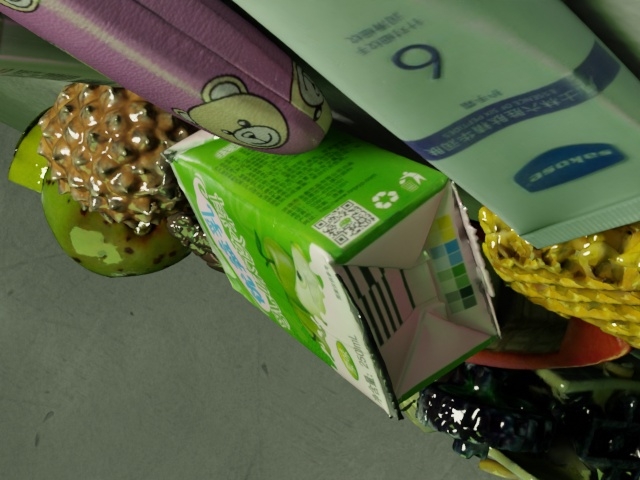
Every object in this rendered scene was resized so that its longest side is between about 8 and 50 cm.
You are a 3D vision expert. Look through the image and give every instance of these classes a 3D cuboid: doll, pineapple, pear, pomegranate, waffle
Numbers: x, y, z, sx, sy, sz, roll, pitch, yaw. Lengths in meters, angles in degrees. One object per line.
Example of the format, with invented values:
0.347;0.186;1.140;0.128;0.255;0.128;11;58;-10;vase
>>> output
-0.081;0.002;0.918;0.165;0.057;0.139;16;169;-32;doll
-0.175;-0.090;0.897;0.193;0.166;0.166;23;173;37;pineapple
-0.378;-0.116;1.659;0.292;0.159;0.292;26;178;1;pear
-0.262;-0.090;1.289;0.231;0.231;0.285;33;-147;-41;pomegranate
0.192;0.018;0.574;0.197;0.070;0.193;20;171;39;waffle

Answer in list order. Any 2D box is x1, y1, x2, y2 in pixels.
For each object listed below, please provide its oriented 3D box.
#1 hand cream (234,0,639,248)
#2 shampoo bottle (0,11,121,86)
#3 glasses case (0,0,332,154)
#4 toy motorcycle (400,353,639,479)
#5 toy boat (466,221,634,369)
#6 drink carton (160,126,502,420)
0.053;-0.079;0.377;0.109;0.067;0.321;-22;143;37;hand cream
-0.211;-0.146;0.678;0.086;0.055;0.227;13;-170;23;shampoo bottle
-0.130;-0.145;0.577;0.316;0.075;0.123;31;176;-25;glasses case
0.241;0.177;0.976;0.410;0.168;0.237;14;-172;-32;toy motorcycle
0.140;0.044;0.876;0.079;0.136;0.392;-5;-167;-38;toy boat
0.000;0.000;0.716;0.271;0.108;0.161;30;149;51;drink carton
